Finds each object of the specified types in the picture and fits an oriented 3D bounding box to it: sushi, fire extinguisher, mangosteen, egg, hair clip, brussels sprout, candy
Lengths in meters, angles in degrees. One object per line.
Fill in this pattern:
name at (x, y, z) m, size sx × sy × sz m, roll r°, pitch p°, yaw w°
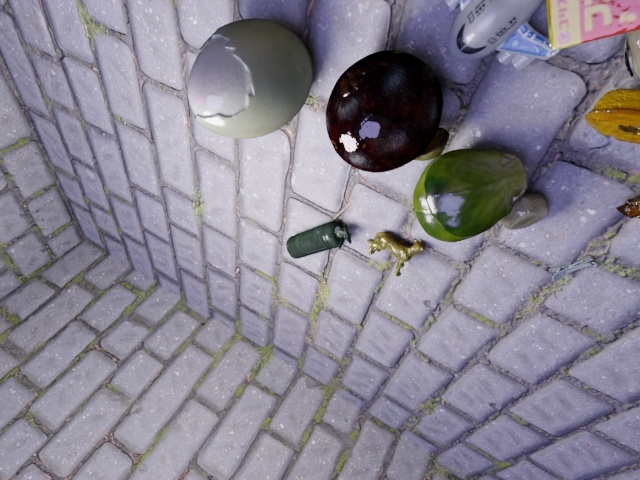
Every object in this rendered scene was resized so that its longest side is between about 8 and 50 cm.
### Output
sushi at (0.716, -0.079, 0.876) m, size 0.120 × 0.052 × 0.055 m, roll -13°, pitch 119°, yaw 44°
fire extinguisher at (0.000, 0.000, 1.474) m, size 0.095 × 0.114 × 0.311 m, roll 26°, pitch 150°, yaw -34°
mangosteen at (0.154, -0.288, 0.948) m, size 0.288 × 0.288 × 0.288 m, roll 21°, pitch 139°, yaw 20°
egg at (-0.187, -0.405, 1.042) m, size 0.278 × 0.336 × 0.278 m, roll 26°, pitch 140°, yaw 25°
hair clip at (0.673, 0.077, 1.081) m, size 0.030 × 0.039 × 0.115 m, roll 40°, pitch 140°, yaw -11°
brussels sprout at (0.360, -0.119, 1.000) m, size 0.271 × 0.210 × 0.219 m, roll -23°, pitch 89°, yaw 25°
candy at (0.462, -0.373, 0.550) m, size 0.276 × 0.088 × 0.146 m, roll -5°, pitch 115°, yaw 33°

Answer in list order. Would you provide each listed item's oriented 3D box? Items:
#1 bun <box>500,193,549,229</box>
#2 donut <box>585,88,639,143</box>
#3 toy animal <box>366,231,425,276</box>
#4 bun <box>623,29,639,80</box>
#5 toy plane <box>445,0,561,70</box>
bun at (0.507, -0.076, 1.019) m, size 0.115 × 0.069 × 0.115 m, roll -11°, pitch 156°, yaw -5°
donut at (0.599, -0.230, 0.751) m, size 0.178 × 0.162 × 0.065 m, roll 27°, pitch 99°, yaw 24°
toy animal at (0.240, 0.018, 1.346) m, size 0.181 × 0.073 × 0.136 m, roll 39°, pitch 135°, yaw 18°
bun at (0.610, -0.340, 0.628) m, size 0.239 × 0.141 × 0.239 m, roll 16°, pitch 126°, yaw 23°
toy plane at (0.346, -0.442, 0.752) m, size 0.267 × 0.122 × 0.266 m, roll 24°, pitch 142°, yaw 20°
